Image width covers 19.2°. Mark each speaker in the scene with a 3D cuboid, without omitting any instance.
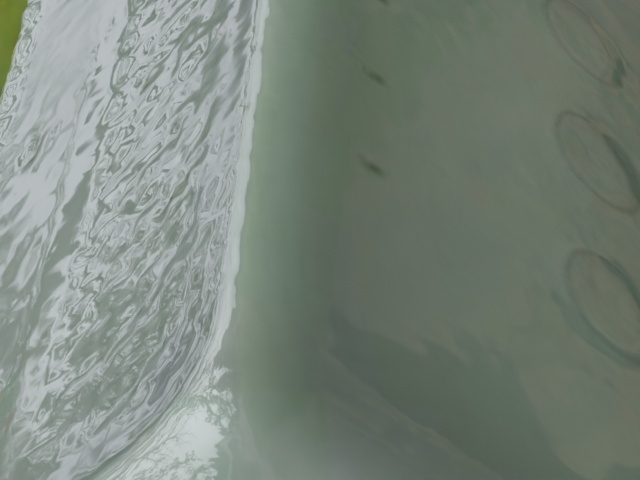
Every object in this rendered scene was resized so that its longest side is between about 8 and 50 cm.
[{"bbox_3d":[0.000,0.000,0.618,0.183,0.184,0.406,-36,30,28],"label":"speaker"}]
